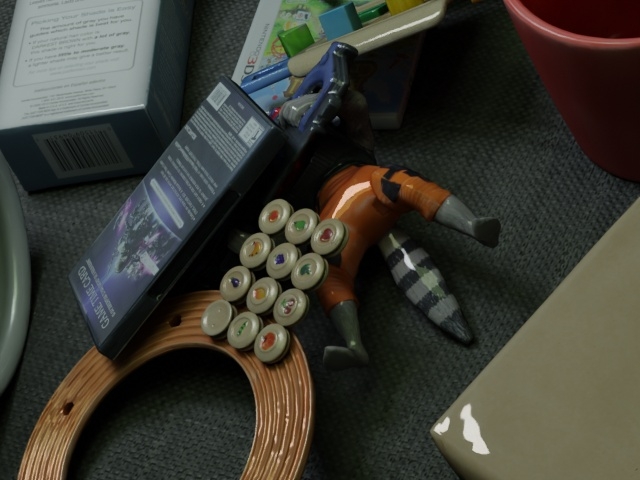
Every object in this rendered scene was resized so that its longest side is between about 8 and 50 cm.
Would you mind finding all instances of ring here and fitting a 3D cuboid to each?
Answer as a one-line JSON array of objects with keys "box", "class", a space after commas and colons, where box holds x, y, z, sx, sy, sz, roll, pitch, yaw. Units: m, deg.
[{"box": [-0.144, 0.198, 1.419, 0.337, 0.032, 0.336, -20, 48, 24], "class": "ring"}]

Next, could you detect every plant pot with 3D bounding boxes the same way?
[{"box": [0.322, -0.203, 1.483, 0.275, 0.243, 0.275, -10, 50, 12], "class": "plant pot"}]

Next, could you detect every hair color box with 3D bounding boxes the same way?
[{"box": [-0.255, -0.244, 1.804, 0.185, 0.113, 0.374, -7, 52, 12], "class": "hair color box"}]

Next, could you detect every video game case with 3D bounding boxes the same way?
[{"box": [-0.149, -0.029, 1.543, 0.274, 0.026, 0.196, -52, 26, 6], "class": "video game case"}, {"box": [0.008, -0.204, 1.739, 0.212, 0.023, 0.193, 2, 54, 21], "class": "video game case"}]

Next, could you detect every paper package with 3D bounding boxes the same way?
[{"box": [0.310, 0.169, 1.244, 0.325, 0.168, 0.309, 32, 68, 35], "class": "paper package"}]

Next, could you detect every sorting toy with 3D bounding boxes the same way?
[{"box": [0.066, -0.244, 1.618, 0.348, 0.047, 0.196, -18, 16, 23], "class": "sorting toy"}]

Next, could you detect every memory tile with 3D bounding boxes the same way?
[{"box": [-0.044, 0.035, 1.422, 0.113, 0.012, 0.148, 22, 81, 44], "class": "memory tile"}]

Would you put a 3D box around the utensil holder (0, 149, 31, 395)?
[{"box": [-0.537, 0.034, 1.549, 0.385, 0.327, 0.327, -8, 51, 16], "class": "utensil holder"}]

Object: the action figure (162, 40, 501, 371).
[{"box": [0.000, 0.000, 1.534, 0.341, 0.178, 0.330, -52, 42, 15], "class": "action figure"}]
